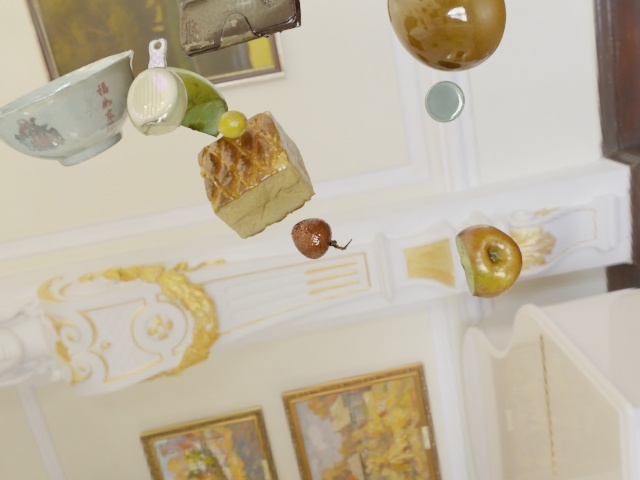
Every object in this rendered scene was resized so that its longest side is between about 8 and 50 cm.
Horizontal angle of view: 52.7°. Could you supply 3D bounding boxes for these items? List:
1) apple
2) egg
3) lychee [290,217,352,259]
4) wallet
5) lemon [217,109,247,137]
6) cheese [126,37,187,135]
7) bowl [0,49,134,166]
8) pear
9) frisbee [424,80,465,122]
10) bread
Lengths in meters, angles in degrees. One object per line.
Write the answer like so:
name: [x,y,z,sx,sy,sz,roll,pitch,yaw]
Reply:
apple: [0.429,0.051,1.667,0.173,0.160,0.195,127,134,-70]
egg: [0.327,-0.607,1.698,0.351,0.282,0.283,59,173,18]
lychee: [-0.006,0.001,1.594,0.140,0.101,0.114,41,172,10]
wallet: [-0.148,-0.408,1.152,0.031,0.232,0.122,35,-133,-66]
lemon: [-0.202,-0.265,1.476,0.062,0.083,0.062,29,-127,-49]
cheese: [-0.360,-0.345,1.425,0.064,0.137,0.228,46,-141,-71]
bowl: [-0.646,-0.321,1.701,0.435,0.434,0.196,-102,-12,-65]
pear: [-0.398,-0.431,1.862,0.239,0.139,0.288,38,-169,13]
frisbee: [0.332,-0.370,1.724,0.014,0.110,0.110,-114,13,-75]
bread: [-0.196,-0.198,1.944,0.207,0.278,0.279,49,-163,-49]
